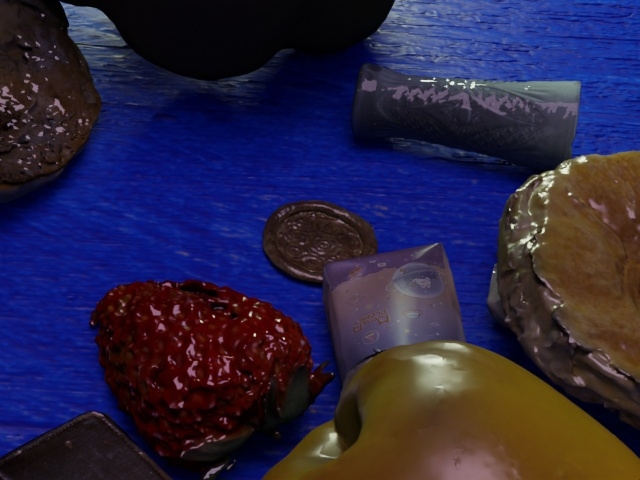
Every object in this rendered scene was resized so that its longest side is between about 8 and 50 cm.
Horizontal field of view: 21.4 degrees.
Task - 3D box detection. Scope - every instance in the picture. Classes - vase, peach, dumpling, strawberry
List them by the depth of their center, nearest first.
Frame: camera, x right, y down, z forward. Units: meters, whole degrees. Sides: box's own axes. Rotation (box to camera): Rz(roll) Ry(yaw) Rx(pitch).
[{"bbox_3d":[0.109,0.233,1.193,0.308,0.289,0.289,42,49,-4],"label":"peach"},{"bbox_3d":[-0.100,0.080,1.422,0.174,0.098,0.228,-26,46,-16],"label":"strawberry"},{"bbox_3d":[0.180,0.058,1.538,0.052,0.057,0.076,-53,34,-4],"label":"dumpling"},{"bbox_3d":[0.142,-0.125,1.678,0.219,0.096,0.096,8,45,5],"label":"vase"}]

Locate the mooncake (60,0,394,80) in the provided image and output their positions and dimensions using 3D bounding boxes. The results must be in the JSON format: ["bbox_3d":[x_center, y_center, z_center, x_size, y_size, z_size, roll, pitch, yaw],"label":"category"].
[{"bbox_3d":[-0.105,-0.389,1.723,0.467,0.262,0.467,7,63,-15],"label":"mooncake"}]

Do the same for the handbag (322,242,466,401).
[{"bbox_3d":[0.066,0.086,1.461,0.117,0.095,0.173,-11,40,2],"label":"handbag"}]

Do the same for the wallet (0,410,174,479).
[{"bbox_3d":[-0.148,0.230,1.328,0.122,0.031,0.232,-29,57,-36],"label":"wallet"}]

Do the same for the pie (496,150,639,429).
[{"bbox_3d":[0.309,0.044,1.490,0.339,0.083,0.339,8,40,-7],"label":"pie"}]

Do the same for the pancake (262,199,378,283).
[{"bbox_3d":[0.000,0.001,1.588,0.115,0.011,0.115,5,45,-5],"label":"pancake"}]

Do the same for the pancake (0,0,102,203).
[{"bbox_3d":[-0.391,-0.177,1.605,0.387,0.082,0.387,21,43,-21],"label":"pancake"}]
